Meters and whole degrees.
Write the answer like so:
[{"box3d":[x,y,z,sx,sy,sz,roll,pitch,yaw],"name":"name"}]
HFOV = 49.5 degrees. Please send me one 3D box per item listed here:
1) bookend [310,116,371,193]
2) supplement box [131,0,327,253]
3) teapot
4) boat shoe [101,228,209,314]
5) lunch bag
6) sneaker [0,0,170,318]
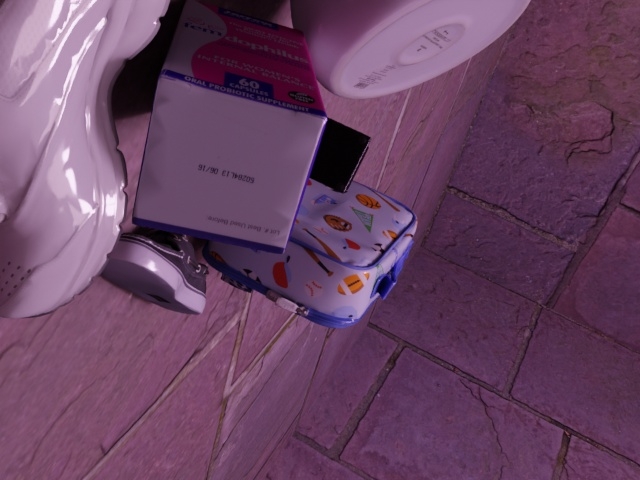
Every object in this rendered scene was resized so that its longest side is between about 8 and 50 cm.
[{"box3d":[-0.012,-0.110,0.858,0.072,0.156,0.157,-64,168,0],"name":"bookend"},{"box3d":[-0.072,-0.100,0.548,0.220,0.111,0.113,-102,-153,-59],"name":"supplement box"},{"box3d":[0.074,-0.271,0.680,0.253,0.187,0.256,-20,170,-15],"name":"teapot"},{"box3d":[-0.162,0.022,0.730,0.228,0.080,0.076,63,37,-70],"name":"boat shoe"},{"box3d":[0.000,0.000,0.928,0.303,0.243,0.115,-40,153,-62],"name":"lunch bag"},{"box3d":[-0.186,-0.082,0.420,0.129,0.111,0.297,-17,128,-54],"name":"sneaker"}]
